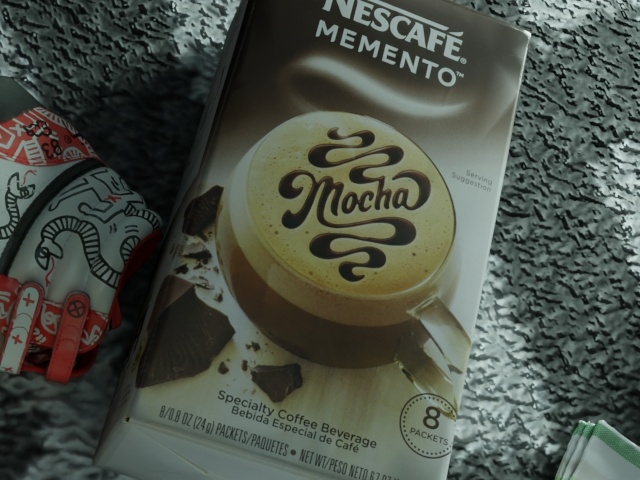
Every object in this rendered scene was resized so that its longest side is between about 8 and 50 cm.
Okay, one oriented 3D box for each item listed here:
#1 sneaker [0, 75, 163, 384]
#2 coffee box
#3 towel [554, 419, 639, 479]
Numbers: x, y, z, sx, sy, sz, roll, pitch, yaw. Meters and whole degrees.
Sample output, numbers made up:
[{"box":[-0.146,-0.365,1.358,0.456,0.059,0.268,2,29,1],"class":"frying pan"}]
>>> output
[{"box":[-0.199,0.041,0.710,0.145,0.090,0.270,40,59,3],"class":"sneaker"},{"box":[0.000,0.000,0.778,0.168,0.119,0.297,18,64,-10],"class":"coffee box"},{"box":[0.176,0.193,0.813,0.113,0.023,0.152,31,63,-4],"class":"towel"}]
